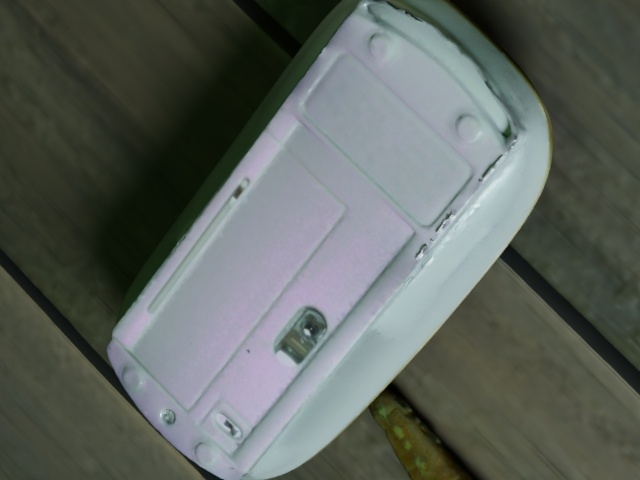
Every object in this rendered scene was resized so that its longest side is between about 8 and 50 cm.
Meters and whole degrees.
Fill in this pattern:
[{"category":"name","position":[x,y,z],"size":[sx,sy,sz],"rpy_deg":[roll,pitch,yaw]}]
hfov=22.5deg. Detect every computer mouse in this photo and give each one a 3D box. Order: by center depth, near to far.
[{"category":"computer mouse","position":[0.000,0.000,0.704],"size":[0.126,0.056,0.245],"rpy_deg":[44,116,13]}]

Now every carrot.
[{"category":"carrot","position":[0.096,0.163,0.711],"size":[0.049,0.049,0.254],"rpy_deg":[-43,78,30]}]
